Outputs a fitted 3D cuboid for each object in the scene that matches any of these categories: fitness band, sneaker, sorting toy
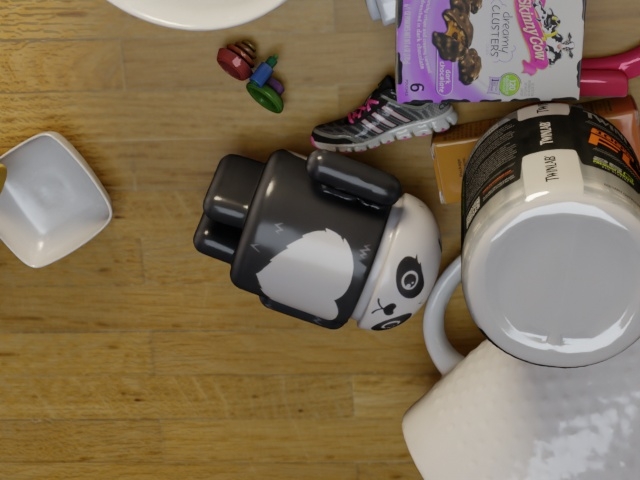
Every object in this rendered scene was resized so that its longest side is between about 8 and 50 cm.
[{"bbox_3d":[0.268,-0.259,1.630,0.291,0.054,0.209,2,122,-2],"label":"fitness band"},{"bbox_3d":[0.067,-0.150,1.713,0.170,0.063,0.075,-13,111,5],"label":"sneaker"},{"bbox_3d":[-0.070,-0.193,1.719,0.102,0.061,0.042,42,76,-19],"label":"sorting toy"}]

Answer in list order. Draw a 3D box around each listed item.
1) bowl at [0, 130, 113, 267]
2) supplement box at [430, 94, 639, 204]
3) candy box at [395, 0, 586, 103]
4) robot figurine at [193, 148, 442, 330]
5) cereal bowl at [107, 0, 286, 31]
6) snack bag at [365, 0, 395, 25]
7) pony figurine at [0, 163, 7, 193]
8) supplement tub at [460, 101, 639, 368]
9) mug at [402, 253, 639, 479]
[{"bbox_3d":[-0.327,-0.054,1.795,0.142,0.053,0.142,-31,105,17],"label":"bowl"},{"bbox_3d":[0.245,-0.103,1.706,0.233,0.080,0.078,-9,110,7],"label":"supplement box"},{"bbox_3d":[0.176,-0.232,1.575,0.196,0.070,0.165,-1,122,2],"label":"candy box"},{"bbox_3d":[0.000,0.000,1.718,0.278,0.209,0.173,19,83,-2],"label":"robot figurine"},{"bbox_3d":[-0.128,-0.401,1.572,0.339,0.141,0.339,7,121,12],"label":"cereal bowl"},{"bbox_3d":[0.164,-0.429,1.603,0.323,0.037,0.342,-13,110,11],"label":"snack bag"},{"bbox_3d":[-0.591,-0.009,1.734,0.363,0.303,0.351,20,85,14],"label":"pony figurine"},{"bbox_3d":[0.238,-0.021,1.527,0.193,0.316,0.193,2,115,4],"label":"supplement tub"},{"bbox_3d":[0.275,0.160,1.730,0.328,0.276,0.374,-43,72,14],"label":"mug"}]
